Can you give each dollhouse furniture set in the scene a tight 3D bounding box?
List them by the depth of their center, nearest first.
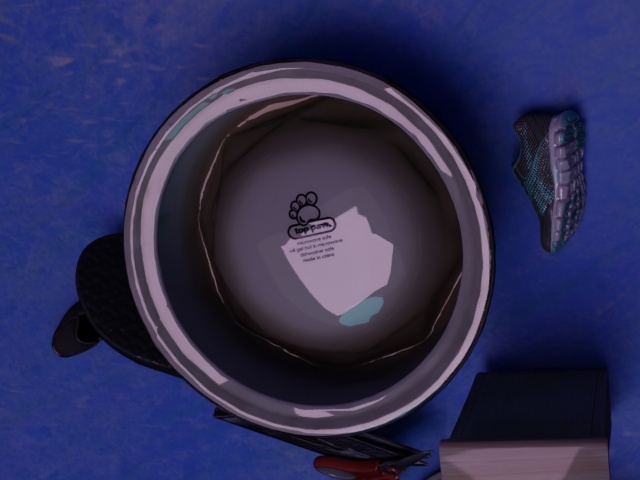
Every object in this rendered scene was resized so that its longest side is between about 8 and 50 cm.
[{"bbox_3d":[0.253,0.368,1.499,0.362,0.256,0.394,-3,100,15],"label":"dollhouse furniture set"}]

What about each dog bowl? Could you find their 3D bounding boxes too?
[{"bbox_3d":[0.000,0.000,1.479,0.407,0.150,0.408,3,102,15],"label":"dog bowl"}]

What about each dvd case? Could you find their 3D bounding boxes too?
[{"bbox_3d":[0.001,0.238,1.647,0.221,0.018,0.164,24,160,-27],"label":"dvd case"}]

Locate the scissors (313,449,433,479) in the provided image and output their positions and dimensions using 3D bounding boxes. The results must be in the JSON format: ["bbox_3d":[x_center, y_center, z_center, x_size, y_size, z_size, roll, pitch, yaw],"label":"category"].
[{"bbox_3d":[0.092,0.280,1.646,0.109,0.021,0.297,29,155,-21],"label":"scissors"}]

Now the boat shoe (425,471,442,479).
[{"bbox_3d":[0.141,0.416,1.749,0.091,0.109,0.305,12,119,-32],"label":"boat shoe"}]

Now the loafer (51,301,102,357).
[{"bbox_3d":[-0.309,0.112,1.784,0.062,0.061,0.170,45,126,-7],"label":"loafer"}]

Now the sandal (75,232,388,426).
[{"bbox_3d":[-0.102,0.128,1.655,0.445,0.168,0.107,22,150,9],"label":"sandal"}]

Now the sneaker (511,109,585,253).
[{"bbox_3d":[0.242,-0.067,1.456,0.076,0.065,0.167,16,121,34],"label":"sneaker"}]
